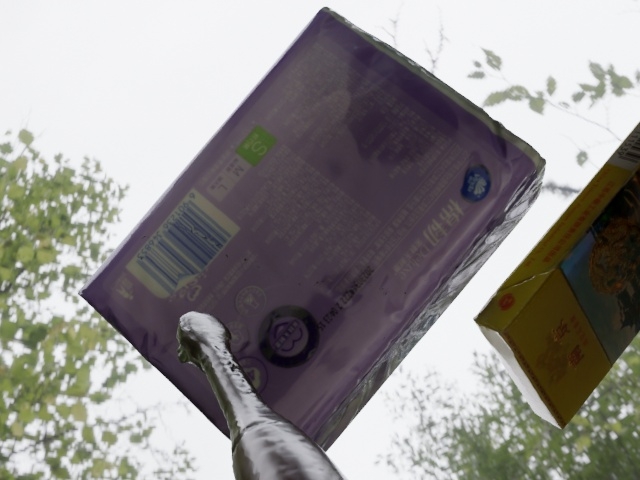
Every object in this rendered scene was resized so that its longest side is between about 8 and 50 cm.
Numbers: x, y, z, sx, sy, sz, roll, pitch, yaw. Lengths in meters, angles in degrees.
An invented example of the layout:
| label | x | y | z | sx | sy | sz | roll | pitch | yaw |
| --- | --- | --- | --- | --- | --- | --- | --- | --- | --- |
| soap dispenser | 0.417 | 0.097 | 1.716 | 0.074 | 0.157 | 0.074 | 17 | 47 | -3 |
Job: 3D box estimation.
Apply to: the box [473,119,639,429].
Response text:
| label | x | y | z | sx | sy | sz | roll | pitch | yaw |
| --- | --- | --- | --- | --- | --- | --- | --- | --- | --- |
| box | 0.141 | 0.007 | 0.440 | 0.155 | 0.023 | 0.087 | -48 | -47 | -12 |

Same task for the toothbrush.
| label | x | y | z | sx | sy | sz | roll | pitch | yaw |
| --- | --- | --- | --- | --- | --- | --- | --- | --- | --- |
| toothbrush | 0.001 | 0.100 | 0.292 | 0.041 | 0.364 | 0.040 | -8 | -68 | -20 |

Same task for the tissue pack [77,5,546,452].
| label | x | y | z | sx | sy | sz | roll | pitch | yaw |
| --- | --- | --- | --- | --- | --- | --- | --- | --- | --- |
| tissue pack | 0.000 | 0.000 | 0.803 | 0.242 | 0.160 | 0.338 | 40 | -92 | 19 |
